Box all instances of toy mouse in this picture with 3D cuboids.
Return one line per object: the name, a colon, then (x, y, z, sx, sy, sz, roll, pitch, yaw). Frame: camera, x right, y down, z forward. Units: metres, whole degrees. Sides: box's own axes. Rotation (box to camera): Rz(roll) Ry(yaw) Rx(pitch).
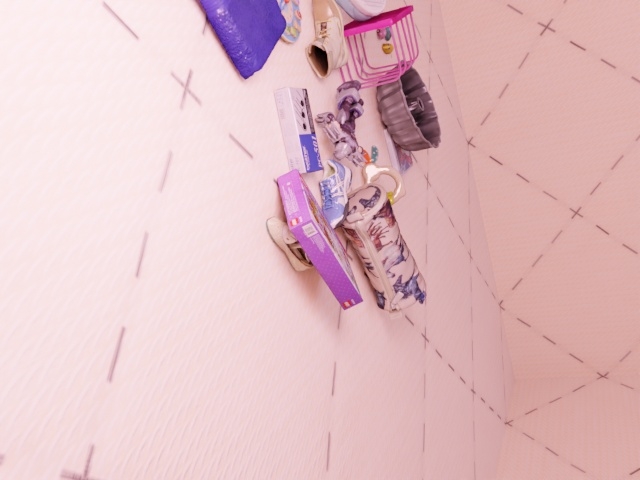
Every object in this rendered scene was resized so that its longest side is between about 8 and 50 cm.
toy mouse: (0.243, -0.775, 2.231, 0.161, 0.031, 0.143, -9, 90, -64)

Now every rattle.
rattle: (0.182, -0.203, 1.894, 0.200, 0.130, 0.143, 52, 17, 1)

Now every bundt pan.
bundt pan: (0.303, -0.462, 2.116, 0.331, 0.124, 0.331, 37, 43, -46)

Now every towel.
towel: (-0.191, -0.522, 1.241, 0.308, 0.076, 0.228, 58, 41, -39)

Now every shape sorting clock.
shape sorting clock: (-0.093, -0.599, 1.487, 0.206, 0.040, 0.206, 29, 57, -58)

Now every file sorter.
file sorter: (0.181, -0.602, 1.867, 0.291, 0.202, 0.182, -54, 133, -55)

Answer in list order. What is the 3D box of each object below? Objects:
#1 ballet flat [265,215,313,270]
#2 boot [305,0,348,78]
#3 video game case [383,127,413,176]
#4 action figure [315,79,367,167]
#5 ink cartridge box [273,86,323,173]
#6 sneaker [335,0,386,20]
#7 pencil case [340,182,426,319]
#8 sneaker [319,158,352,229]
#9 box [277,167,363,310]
ballet flat: (-0.063, 0.004, 1.346, 0.168, 0.052, 0.057, 57, 37, -39)
boot: (0.007, -0.566, 1.641, 0.165, 0.077, 0.213, -54, 132, -53)
video game case: (0.291, -0.340, 2.204, 0.201, 0.023, 0.184, -43, 121, -60)
action figure: (0.068, -0.311, 1.651, 0.185, 0.099, 0.285, 54, 35, -38)
ink cartridge box: (-0.053, -0.267, 1.460, 0.097, 0.046, 0.207, -22, 102, -62)
sneaker: (0.032, -0.791, 1.737, 0.135, 0.150, 0.366, -44, 106, -21)
pencil case: (0.172, 0.029, 1.694, 0.184, 0.159, 0.410, -90, 157, -51)
sneaker: (0.027, -0.120, 1.560, 0.081, 0.080, 0.211, 34, 46, -36)
box: (0.000, 0.000, 1.388, 0.293, 0.057, 0.201, 58, 10, -39)
